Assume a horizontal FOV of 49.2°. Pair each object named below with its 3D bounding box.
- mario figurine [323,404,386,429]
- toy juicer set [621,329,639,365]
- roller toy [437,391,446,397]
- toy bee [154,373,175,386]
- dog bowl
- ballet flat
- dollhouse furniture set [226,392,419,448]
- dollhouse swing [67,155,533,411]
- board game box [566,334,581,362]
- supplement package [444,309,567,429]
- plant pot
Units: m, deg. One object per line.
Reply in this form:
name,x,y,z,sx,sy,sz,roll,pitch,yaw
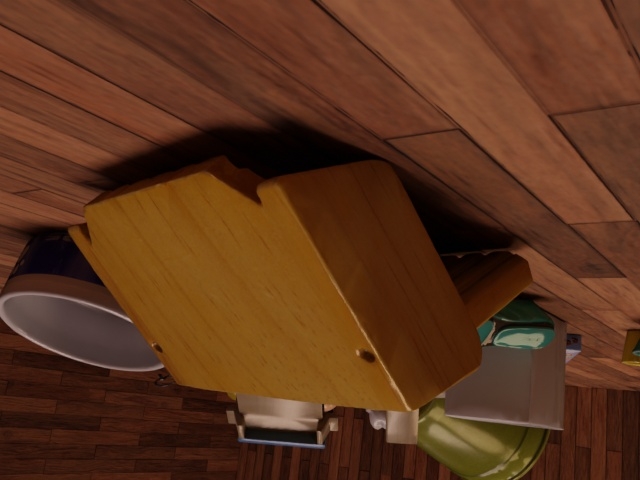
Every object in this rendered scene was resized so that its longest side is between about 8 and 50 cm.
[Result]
mario figurine,0.061,0.267,1.281,0.320,0.170,0.198,-13,167,4
toy juicer set,0.622,0.182,1.141,0.209,0.090,0.329,3,166,16
roller toy,0.217,0.258,1.543,0.209,0.146,0.191,11,177,-41
toy bee,-0.262,0.214,1.661,0.195,0.162,0.298,-7,-172,20
dog bowl,-0.339,0.099,1.062,0.264,0.104,0.265,9,149,6
ballet flat,0.241,0.120,1.054,0.247,0.087,0.083,5,126,-28
dollhouse furniture set,-0.002,0.146,1.047,0.303,0.198,0.286,1,131,6
dollhouse swing,0.000,0.000,0.738,0.346,0.305,0.315,-7,120,47
board game box,0.438,0.227,1.515,0.211,0.039,0.160,4,161,9
supplement package,0.329,0.222,1.225,0.149,0.194,0.203,-3,163,34
plant pot,0.343,0.419,1.829,0.353,0.367,0.366,28,158,-31
